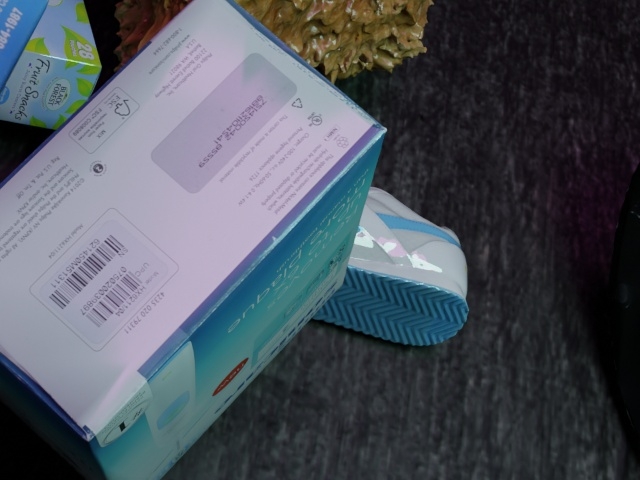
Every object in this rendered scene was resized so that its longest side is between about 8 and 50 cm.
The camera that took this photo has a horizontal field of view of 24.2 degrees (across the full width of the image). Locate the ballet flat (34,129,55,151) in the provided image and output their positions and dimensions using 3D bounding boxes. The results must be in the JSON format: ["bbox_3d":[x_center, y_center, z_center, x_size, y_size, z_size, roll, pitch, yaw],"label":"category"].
[{"bbox_3d":[-0.187,-0.039,1.051,0.057,0.049,0.173,30,50,-3],"label":"ballet flat"}]

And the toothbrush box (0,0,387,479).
[{"bbox_3d":[-0.090,0.023,0.853,0.126,0.295,0.216,41,74,8],"label":"toothbrush box"}]

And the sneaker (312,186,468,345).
[{"bbox_3d":[0.000,0.000,1.092,0.229,0.087,0.092,22,40,-15],"label":"sneaker"}]

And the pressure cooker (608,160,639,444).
[{"bbox_3d":[0.470,0.041,1.084,0.420,0.375,0.369,-1,95,-25],"label":"pressure cooker"}]

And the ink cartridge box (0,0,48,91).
[{"bbox_3d":[-0.384,-0.098,0.772,0.395,0.166,0.285,29,42,-13],"label":"ink cartridge box"}]

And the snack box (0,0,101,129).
[{"bbox_3d":[-0.274,-0.170,1.057,0.207,0.070,0.174,9,39,-30],"label":"snack box"}]

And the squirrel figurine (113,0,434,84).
[{"bbox_3d":[-0.056,-0.286,1.082,0.370,0.281,0.396,-1,77,-74],"label":"squirrel figurine"}]
